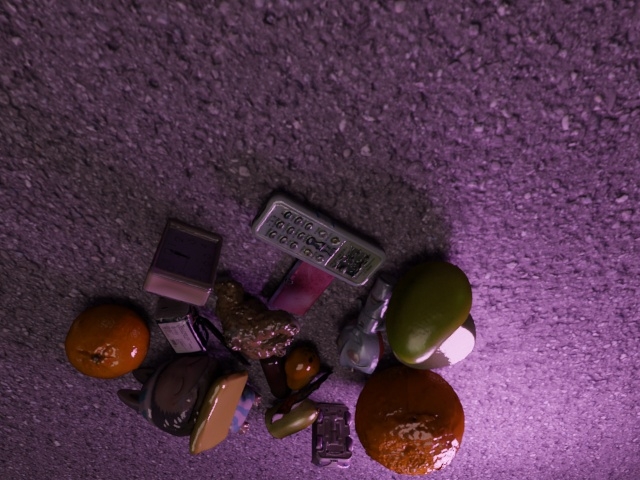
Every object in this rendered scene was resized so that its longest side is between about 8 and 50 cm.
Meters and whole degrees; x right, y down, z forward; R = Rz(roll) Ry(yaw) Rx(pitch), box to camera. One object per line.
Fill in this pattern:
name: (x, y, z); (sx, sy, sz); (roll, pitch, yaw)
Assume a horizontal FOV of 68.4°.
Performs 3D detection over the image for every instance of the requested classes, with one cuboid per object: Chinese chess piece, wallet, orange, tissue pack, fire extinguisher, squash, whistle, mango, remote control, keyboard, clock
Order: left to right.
orange: (-0.590, 0.283, 1.313); (0.220, 0.193, 0.219); (7, 121, 11)
tissue pack: (-0.393, 0.243, 1.340); (0.103, 0.090, 0.170); (-7, 132, 5)
clock: (-0.319, 0.050, 1.108); (0.147, 0.191, 0.071); (20, 127, -17)
keyboard: (-0.270, 0.285, 1.328); (0.015, 0.196, 0.074); (-44, 163, -11)
fire extinguisher: (-0.152, 0.398, 1.493); (0.072, 0.089, 0.267); (-33, 137, -23)
squash: (-0.089, 0.613, 1.643); (0.187, 0.123, 0.123); (-27, 126, 21)
mango: (-0.055, 0.398, 1.473); (0.115, 0.090, 0.177); (-24, 136, -22)
wallet: (-0.044, 0.119, 1.282); (0.120, 0.025, 0.232); (22, 128, -19)
remote control: (0.000, 0.000, 1.151); (0.336, 0.065, 0.128); (28, 115, -23)
whistle: (0.133, 0.246, 1.332); (0.134, 0.142, 0.345); (8, 119, -21)
orange: (0.280, 0.551, 1.488); (0.341, 0.293, 0.340); (8, 122, 12)
mango: (0.266, 0.169, 1.196); (0.185, 0.149, 0.273); (45, 80, 3)
Chinese chess piece: (0.321, 0.269, 1.366); (0.251, 0.101, 0.250); (-1, 131, -1)

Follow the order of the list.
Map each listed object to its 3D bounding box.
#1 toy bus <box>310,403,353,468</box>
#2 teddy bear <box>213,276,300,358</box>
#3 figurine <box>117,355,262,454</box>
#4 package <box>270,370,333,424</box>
toy bus: (0.040, 0.699, 1.666); (0.142, 0.202, 0.142); (7, 132, -7)
teddy bear: (-0.182, 0.239, 1.285); (0.267, 0.156, 0.256); (27, 163, 18)
figurine: (-0.425, 0.468, 1.506); (0.378, 0.266, 0.361); (22, 163, 21)
package: (-0.067, 0.503, 1.525); (0.232, 0.166, 0.040); (-42, 83, 18)
